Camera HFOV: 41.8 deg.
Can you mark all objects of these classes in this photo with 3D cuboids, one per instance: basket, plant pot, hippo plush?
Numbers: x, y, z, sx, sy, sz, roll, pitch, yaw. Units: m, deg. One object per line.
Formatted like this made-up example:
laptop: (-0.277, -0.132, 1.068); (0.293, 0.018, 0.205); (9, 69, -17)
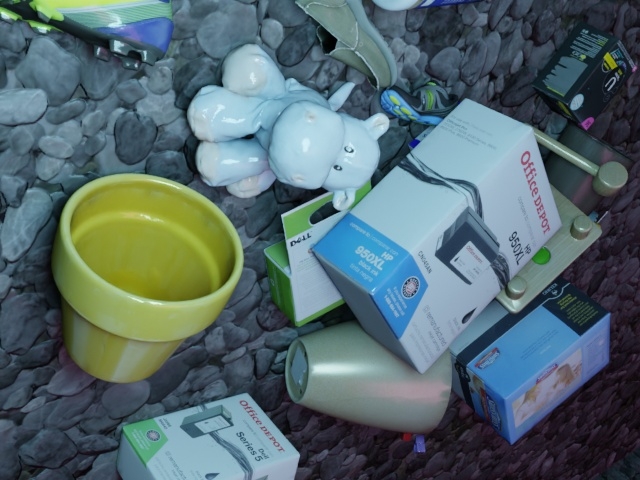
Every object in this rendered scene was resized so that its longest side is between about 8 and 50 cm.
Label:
basket: (0.550, -0.122, 1.837); (0.204, 0.154, 0.226); (12, 116, -46)
plant pot: (0.078, 0.259, 1.679); (0.274, 0.256, 0.256); (5, 120, -23)
hippo plush: (-0.034, -0.126, 1.239); (0.294, 0.236, 0.234); (12, 113, -46)
plant pot: (-0.267, 0.072, 1.211); (0.254, 0.254, 0.239); (-9, 143, -37)

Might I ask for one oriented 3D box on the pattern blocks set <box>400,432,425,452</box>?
pattern blocks set: (0.218, 0.295, 1.811); (0.026, 0.285, 0.324); (6, 88, -7)

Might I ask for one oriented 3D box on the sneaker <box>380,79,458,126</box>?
sneaker: (0.176, -0.247, 1.476); (0.188, 0.067, 0.078); (6, 96, -42)

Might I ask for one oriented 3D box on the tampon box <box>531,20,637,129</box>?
tampon box: (0.528, -0.328, 1.679); (0.161, 0.101, 0.120); (-53, 139, 7)

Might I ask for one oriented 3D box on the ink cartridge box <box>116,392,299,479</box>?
ink cartridge box: (-0.207, 0.410, 1.552); (0.273, 0.198, 0.114); (-10, 126, -37)

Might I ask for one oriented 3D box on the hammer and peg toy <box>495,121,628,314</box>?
hammer and peg toy: (0.427, -0.057, 1.712); (0.361, 0.266, 0.127); (-42, 161, -8)

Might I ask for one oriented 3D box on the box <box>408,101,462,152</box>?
box: (0.249, -0.168, 1.586); (0.137, 0.072, 0.126); (-40, 139, -10)

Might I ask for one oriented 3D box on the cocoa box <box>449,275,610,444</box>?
cocoa box: (0.506, 0.275, 2.051); (0.347, 0.228, 0.231); (-35, 139, -14)

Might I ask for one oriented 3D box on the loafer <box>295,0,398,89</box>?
loafer: (0.037, -0.314, 1.279); (0.087, 0.094, 0.251); (-37, 136, 5)

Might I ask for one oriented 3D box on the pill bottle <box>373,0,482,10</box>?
pill bottle: (0.200, -0.433, 1.263); (0.265, 0.153, 0.153); (-15, 131, -32)

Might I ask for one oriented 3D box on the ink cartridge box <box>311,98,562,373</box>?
ink cartridge box: (0.218, -0.007, 1.476); (0.395, 0.166, 0.285); (-45, 138, -11)

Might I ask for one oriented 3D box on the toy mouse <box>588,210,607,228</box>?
toy mouse: (0.654, -0.023, 2.095); (0.143, 0.031, 0.161); (26, 103, -49)

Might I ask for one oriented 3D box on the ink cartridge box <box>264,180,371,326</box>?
ink cartridge box: (0.000, 0.000, 1.486); (0.189, 0.097, 0.255); (-26, 132, -23)

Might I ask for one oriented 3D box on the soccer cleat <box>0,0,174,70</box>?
soccer cleat: (-0.301, -0.303, 0.998); (0.289, 0.093, 0.121); (20, 77, -43)
